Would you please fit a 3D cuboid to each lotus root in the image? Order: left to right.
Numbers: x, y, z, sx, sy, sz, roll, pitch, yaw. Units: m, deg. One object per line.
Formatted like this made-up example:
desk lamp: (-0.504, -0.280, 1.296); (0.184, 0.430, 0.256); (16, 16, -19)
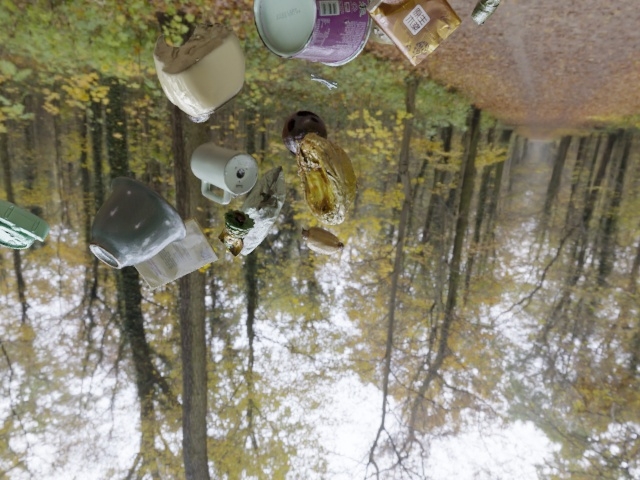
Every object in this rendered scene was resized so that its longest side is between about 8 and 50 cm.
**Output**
lotus root: (0.000, 0.000, 1.295); (0.150, 0.073, 0.062); (21, 163, -26)

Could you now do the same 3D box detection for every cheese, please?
cheese: (-0.334, -0.489, 1.239); (0.127, 0.233, 0.266); (22, -123, 31)

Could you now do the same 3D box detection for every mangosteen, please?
mangosteen: (-0.054, -0.338, 1.384); (0.152, 0.153, 0.152); (4, -166, -1)

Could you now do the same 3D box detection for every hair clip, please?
hair clip: (0.011, -0.640, 1.757); (0.115, 0.030, 0.039); (13, 152, -29)

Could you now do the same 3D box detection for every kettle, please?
kettle: (-0.483, -0.341, 2.195); (0.318, 0.265, 0.205); (23, -130, 38)

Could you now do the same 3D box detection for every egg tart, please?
egg tart: (0.019, -0.158, 1.111); (0.098, 0.252, 0.232); (-19, 163, -26)

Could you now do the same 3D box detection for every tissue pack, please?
tissue pack: (0.268, -0.657, 1.265); (0.226, 0.183, 0.092); (33, -152, -34)

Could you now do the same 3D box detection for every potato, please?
potato: (0.243, -0.860, 1.673); (0.173, 0.210, 0.307); (-24, -136, 4)

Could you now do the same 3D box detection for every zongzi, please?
zongzi: (0.542, -0.765, 1.359); (0.062, 0.154, 0.130); (32, 149, -9)

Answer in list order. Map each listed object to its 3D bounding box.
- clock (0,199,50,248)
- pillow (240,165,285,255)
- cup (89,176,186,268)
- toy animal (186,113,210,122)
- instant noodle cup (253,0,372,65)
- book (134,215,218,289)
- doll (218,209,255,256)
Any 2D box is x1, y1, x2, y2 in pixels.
clock: (-0.838, -0.032, 1.177); (0.188, 0.060, 0.148); (-20, 138, 36)
pillow: (-0.232, -0.126, 1.719); (0.138, 0.310, 0.283); (25, -130, -6)
cup: (-0.423, -0.019, 0.958); (0.199, 0.199, 0.150); (11, -128, 27)
toy animal: (-0.521, -0.546, 1.824); (0.098, 0.098, 0.137); (-6, -150, -35)
instant noodle cup: (-0.040, -0.727, 1.403); (0.339, 0.340, 0.266); (14, -149, 35)
book: (-0.449, 0.040, 1.323); (0.230, 0.161, 0.026); (-25, -151, -2)
doll: (-0.200, -0.021, 1.057); (0.076, 0.113, 0.078); (-29, -119, -35)
